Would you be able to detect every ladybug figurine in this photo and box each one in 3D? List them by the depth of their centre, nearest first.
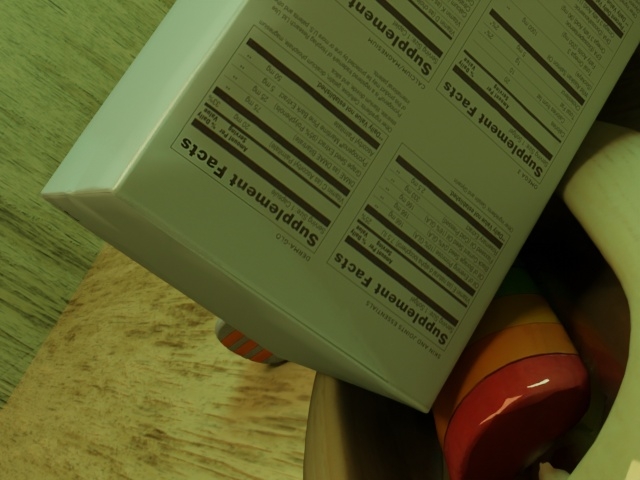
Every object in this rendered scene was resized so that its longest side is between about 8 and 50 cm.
[{"bbox_3d":[0.128,0.094,0.533,0.305,0.162,0.449,-45,23,21],"label":"ladybug figurine"}]

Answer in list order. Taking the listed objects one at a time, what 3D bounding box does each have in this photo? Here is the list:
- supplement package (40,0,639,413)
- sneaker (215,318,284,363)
[{"bbox_3d":[0.009,-0.077,0.543,0.262,0.198,0.199,-58,22,-12],"label":"supplement package"},{"bbox_3d":[0.000,0.000,1.007,0.321,0.125,0.180,-32,31,46],"label":"sneaker"}]
